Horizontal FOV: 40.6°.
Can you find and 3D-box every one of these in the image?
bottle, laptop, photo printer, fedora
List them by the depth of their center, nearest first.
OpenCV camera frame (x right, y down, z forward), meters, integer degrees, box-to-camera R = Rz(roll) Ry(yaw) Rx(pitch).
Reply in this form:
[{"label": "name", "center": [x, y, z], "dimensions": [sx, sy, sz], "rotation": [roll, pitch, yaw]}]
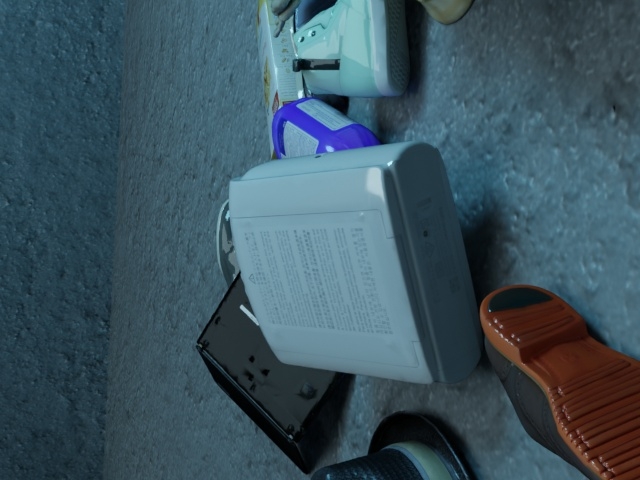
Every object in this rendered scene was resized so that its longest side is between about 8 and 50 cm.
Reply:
[{"label": "photo printer", "center": [0.020, 0.026, 0.979], "dimensions": [0.308, 0.107, 0.255], "rotation": [-3, 106, 49]}, {"label": "fedora", "center": [0.065, 0.366, 0.981], "dimensions": [0.334, 0.153, 0.333], "rotation": [179, 90, -67]}, {"label": "bottle", "center": [0.032, -0.096, 1.110], "dimensions": [0.283, 0.092, 0.118], "rotation": [41, 150, 54]}, {"label": "laptop", "center": [-0.065, 0.200, 1.336], "dimensions": [0.234, 0.137, 0.264], "rotation": [40, 107, 25]}]

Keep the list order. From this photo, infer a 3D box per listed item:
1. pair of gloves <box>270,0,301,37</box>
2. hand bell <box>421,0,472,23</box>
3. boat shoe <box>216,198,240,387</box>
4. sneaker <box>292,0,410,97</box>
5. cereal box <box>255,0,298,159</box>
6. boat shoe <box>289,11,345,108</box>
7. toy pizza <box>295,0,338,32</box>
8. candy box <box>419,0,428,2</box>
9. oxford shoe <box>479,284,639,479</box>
[{"label": "pair of gloves", "center": [-0.006, -0.409, 1.159], "dimensions": [0.204, 0.042, 0.240], "rotation": [-39, 33, 52]}, {"label": "hand bell", "center": [0.037, -0.303, 0.919], "dimensions": [0.126, 0.242, 0.126], "rotation": [179, 90, -68]}, {"label": "boat shoe", "center": [-0.096, 0.091, 1.436], "dimensions": [0.096, 0.112, 0.334], "rotation": [-3, 93, 50]}, {"label": "sneaker", "center": [0.026, -0.301, 1.059], "dimensions": [0.151, 0.094, 0.255], "rotation": [2, 94, 31]}, {"label": "cereal box", "center": [-0.065, -0.269, 1.367], "dimensions": [0.173, 0.048, 0.240], "rotation": [112, 152, -70]}, {"label": "boat shoe", "center": [0.000, -0.274, 1.270], "dimensions": [0.065, 0.075, 0.206], "rotation": [-15, 64, 22]}, {"label": "toy pizza", "center": [0.031, -0.330, 1.176], "dimensions": [0.201, 0.032, 0.201], "rotation": [-12, 75, 54]}, {"label": "candy box", "center": [0.072, -0.329, 0.815], "dimensions": [0.316, 0.183, 0.087], "rotation": [43, 144, 42]}, {"label": "oxford shoe", "center": [0.222, 0.144, 0.715], "dimensions": [0.271, 0.097, 0.098], "rotation": [-118, 16, -55]}]
